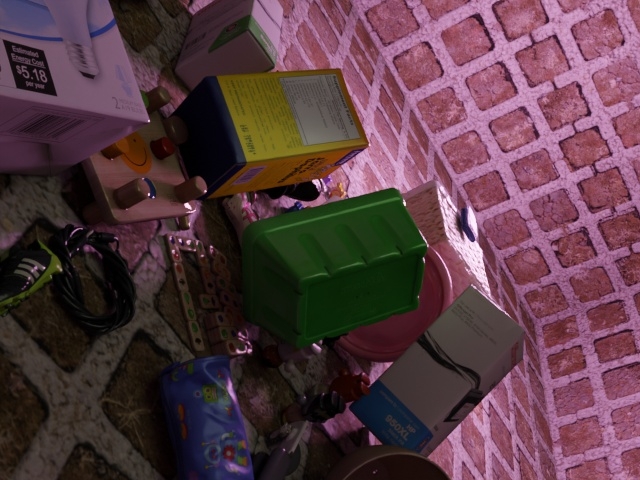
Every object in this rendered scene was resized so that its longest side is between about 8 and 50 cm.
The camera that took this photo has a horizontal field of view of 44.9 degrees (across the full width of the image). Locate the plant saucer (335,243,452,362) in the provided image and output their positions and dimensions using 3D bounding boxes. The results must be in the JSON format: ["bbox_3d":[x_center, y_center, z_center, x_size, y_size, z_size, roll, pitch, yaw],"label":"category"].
[{"bbox_3d":[0.160,0.140,1.925,0.084,0.332,0.332,60,13,-72],"label":"plant saucer"}]

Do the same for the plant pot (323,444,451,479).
[{"bbox_3d":[0.109,0.526,1.542,0.284,0.284,0.191,61,-11,-13],"label":"plant pot"}]

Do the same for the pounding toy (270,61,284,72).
[{"bbox_3d":[-0.152,-0.405,1.996,0.100,0.130,0.141,52,26,-30],"label":"pounding toy"}]

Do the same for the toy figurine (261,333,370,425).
[{"bbox_3d":[-0.016,0.275,1.628,0.210,0.148,0.212,-21,90,-62],"label":"toy figurine"}]

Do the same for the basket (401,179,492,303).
[{"bbox_3d":[0.269,0.072,2.169,0.331,0.328,0.266,52,20,-32],"label":"basket"}]

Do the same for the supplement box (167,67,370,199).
[{"bbox_3d":[-0.107,-0.231,1.659,0.357,0.195,0.194,-13,79,-38],"label":"supplement box"}]

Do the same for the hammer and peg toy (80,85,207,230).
[{"bbox_3d":[-0.310,-0.153,1.402,0.361,0.127,0.265,-12,79,-67],"label":"hammer and peg toy"}]

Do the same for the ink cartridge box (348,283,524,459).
[{"bbox_3d":[0.279,0.323,1.781,0.166,0.395,0.285,43,-7,24],"label":"ink cartridge box"}]

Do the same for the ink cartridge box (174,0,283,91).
[{"bbox_3d":[-0.209,-0.479,1.836,0.121,0.211,0.289,50,28,-34],"label":"ink cartridge box"}]

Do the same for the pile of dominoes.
[{"bbox_3d":[-0.201,0.107,1.503,0.196,0.040,0.251,13,57,-62],"label":"pile of dominoes"}]

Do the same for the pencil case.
[{"bbox_3d":[-0.180,0.333,1.226,0.133,0.119,0.306,13,56,-50],"label":"pencil case"}]

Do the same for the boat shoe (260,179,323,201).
[{"bbox_3d":[-0.113,-0.157,1.847,0.340,0.127,0.113,38,36,-46],"label":"boat shoe"}]

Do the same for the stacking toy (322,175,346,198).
[{"bbox_3d":[-0.012,-0.217,2.237,0.167,0.052,0.221,2,64,-67],"label":"stacking toy"}]

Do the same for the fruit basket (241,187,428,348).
[{"bbox_3d":[-0.006,0.034,1.615,0.392,0.392,0.282,-75,170,-57],"label":"fruit basket"}]

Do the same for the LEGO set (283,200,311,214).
[{"bbox_3d":[-0.045,-0.047,1.929,0.087,0.093,0.227,61,23,-12],"label":"LEGO set"}]

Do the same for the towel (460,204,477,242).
[{"bbox_3d":[0.419,-0.046,2.174,0.067,0.029,0.119,58,21,-21],"label":"towel"}]

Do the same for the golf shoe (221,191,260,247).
[{"bbox_3d":[-0.180,-0.058,1.698,0.086,0.067,0.186,9,57,-33],"label":"golf shoe"}]

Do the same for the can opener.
[{"bbox_3d":[-0.083,0.421,1.412,0.093,0.074,0.280,63,23,-9],"label":"can opener"}]

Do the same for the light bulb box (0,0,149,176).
[{"bbox_3d":[-0.472,-0.297,1.059,0.358,0.225,0.360,-6,74,-66],"label":"light bulb box"}]

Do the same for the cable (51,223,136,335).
[{"bbox_3d":[-0.353,0.059,1.206,0.151,0.047,0.184,32,41,-54],"label":"cable"}]

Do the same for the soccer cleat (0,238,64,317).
[{"bbox_3d":[-0.420,0.051,1.061,0.072,0.060,0.179,52,18,-9],"label":"soccer cleat"}]

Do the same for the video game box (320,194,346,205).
[{"bbox_3d":[0.000,0.000,1.904,0.048,0.187,0.205,22,21,11],"label":"video game box"}]
